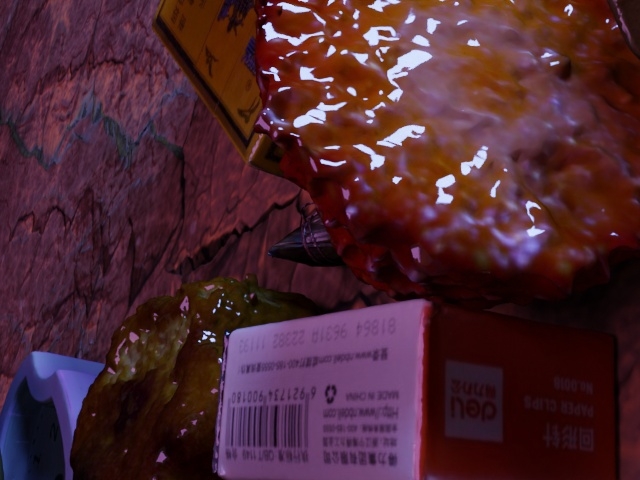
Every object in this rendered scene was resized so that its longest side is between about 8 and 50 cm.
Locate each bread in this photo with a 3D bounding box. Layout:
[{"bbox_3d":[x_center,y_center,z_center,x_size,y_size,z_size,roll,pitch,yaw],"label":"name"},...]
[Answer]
[{"bbox_3d":[-0.080,0.134,0.674,0.246,0.135,0.232,7,71,60],"label":"bread"}]

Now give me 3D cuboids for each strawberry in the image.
[{"bbox_3d":[0.052,-0.047,0.489,0.178,0.233,0.234,117,151,-56],"label":"strawberry"}]

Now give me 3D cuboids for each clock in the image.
[{"bbox_3d":[-0.252,0.282,0.915,0.338,0.102,0.339,-30,54,50],"label":"clock"}]

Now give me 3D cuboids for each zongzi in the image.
[{"bbox_3d":[0.000,0.000,0.659,0.083,0.073,0.067,-40,65,45],"label":"zongzi"}]

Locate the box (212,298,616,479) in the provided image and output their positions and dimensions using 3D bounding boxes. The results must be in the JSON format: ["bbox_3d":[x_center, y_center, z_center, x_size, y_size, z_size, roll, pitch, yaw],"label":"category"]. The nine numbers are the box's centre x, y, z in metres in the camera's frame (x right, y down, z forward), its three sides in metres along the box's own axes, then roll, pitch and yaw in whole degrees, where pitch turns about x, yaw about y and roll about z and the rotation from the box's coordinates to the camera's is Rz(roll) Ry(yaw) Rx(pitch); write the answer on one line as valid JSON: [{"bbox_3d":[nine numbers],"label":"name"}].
[{"bbox_3d":[0.044,0.094,0.499,0.182,0.133,0.099,-16,64,52],"label":"box"}]

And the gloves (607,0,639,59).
[{"bbox_3d":[0.188,-0.236,0.393,0.154,0.141,0.331,25,100,56],"label":"gloves"}]

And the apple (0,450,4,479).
[{"bbox_3d":[-0.509,0.272,0.828,0.473,0.473,0.474,-28,56,50],"label":"apple"}]

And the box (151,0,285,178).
[{"bbox_3d":[-0.034,-0.198,0.776,0.193,0.084,0.301,-62,35,20],"label":"box"}]
